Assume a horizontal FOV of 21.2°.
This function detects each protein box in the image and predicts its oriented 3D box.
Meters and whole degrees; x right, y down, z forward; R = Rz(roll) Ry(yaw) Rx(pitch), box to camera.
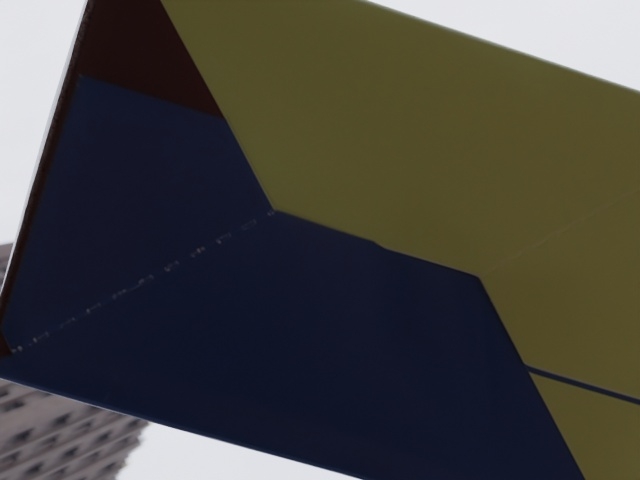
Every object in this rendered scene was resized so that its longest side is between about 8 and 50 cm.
[{"bbox_3d":[0.000,0.000,0.587,0.200,0.201,0.136,17,-92,-9],"label":"protein box"}]
